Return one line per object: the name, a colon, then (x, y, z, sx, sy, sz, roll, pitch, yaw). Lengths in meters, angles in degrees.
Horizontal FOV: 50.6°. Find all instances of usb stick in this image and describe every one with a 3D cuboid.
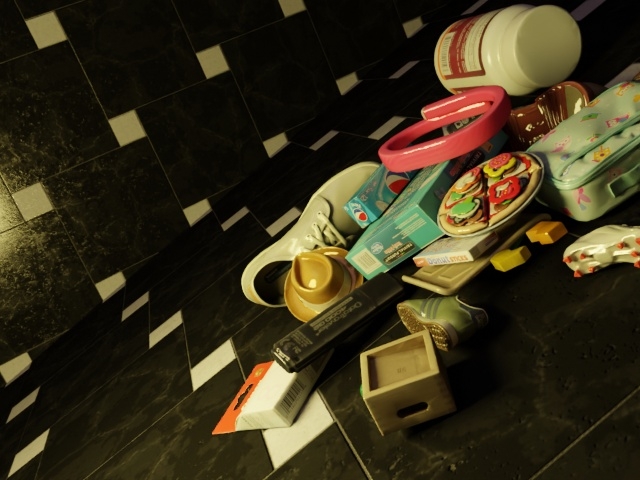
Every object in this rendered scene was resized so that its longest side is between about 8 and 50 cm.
usb stick: (0.038, 0.146, 1.235, 0.278, 0.045, 0.077, -32, 45, -23)

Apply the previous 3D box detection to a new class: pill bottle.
pill bottle: (0.478, -0.489, 1.763, 0.224, 0.224, 0.392, -40, 19, -6)

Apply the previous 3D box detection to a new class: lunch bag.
lunch bag: (0.490, -0.158, 1.128, 0.279, 0.108, 0.224, -37, 18, 3)

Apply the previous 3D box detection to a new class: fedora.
fedora: (-0.007, 0.078, 1.420, 0.194, 0.079, 0.194, -16, 50, 20)

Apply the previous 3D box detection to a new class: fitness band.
fitness band: (0.248, -0.225, 1.365, 0.291, 0.054, 0.209, -14, 28, 42)

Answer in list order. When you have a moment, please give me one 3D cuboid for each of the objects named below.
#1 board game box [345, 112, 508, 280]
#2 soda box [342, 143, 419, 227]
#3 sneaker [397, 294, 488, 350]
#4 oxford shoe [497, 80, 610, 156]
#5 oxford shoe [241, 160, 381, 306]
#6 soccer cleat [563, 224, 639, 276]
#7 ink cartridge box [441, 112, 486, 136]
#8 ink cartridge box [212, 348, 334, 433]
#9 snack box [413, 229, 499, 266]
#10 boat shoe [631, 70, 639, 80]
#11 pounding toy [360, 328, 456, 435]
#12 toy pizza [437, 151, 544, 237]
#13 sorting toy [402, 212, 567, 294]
board game box: (0.222, -0.089, 1.397, 0.336, 0.079, 0.254, -50, 7, -37)
soda box: (0.142, -0.125, 1.486, 0.210, 0.067, 0.071, -49, 7, -30)
sneaker: (0.198, 0.123, 1.083, 0.086, 0.064, 0.192, -25, 11, -12)
oxford shoe: (0.454, -0.232, 1.426, 0.130, 0.123, 0.348, -12, -2, -33)
oxford shoe: (0.000, 0.000, 1.570, 0.449, 0.169, 0.130, -42, 18, 5)
soccer cleat: (0.426, 0.003, 0.932, 0.076, 0.068, 0.196, -45, 17, -30)
ink cartridge box: (0.349, -0.263, 1.601, 0.208, 0.045, 0.206, -33, -10, 15)
ink cartridge box: (-0.104, 0.271, 1.278, 0.232, 0.066, 0.189, -15, 29, 40)
snack box: (0.227, 0.015, 1.155, 0.064, 0.022, 0.178, -36, 8, -21)
boat shoe: (0.631, -0.277, 1.210, 0.073, 0.073, 0.207, -39, 18, -12)
pounding toy: (0.114, 0.213, 0.980, 0.141, 0.100, 0.130, -22, 22, 11)
toy pizza: (0.280, -0.085, 1.143, 0.201, 0.032, 0.201, -33, 27, 19)
sorting toy: (0.277, 0.025, 1.136, 0.229, 0.041, 0.307, -35, 8, -7)
